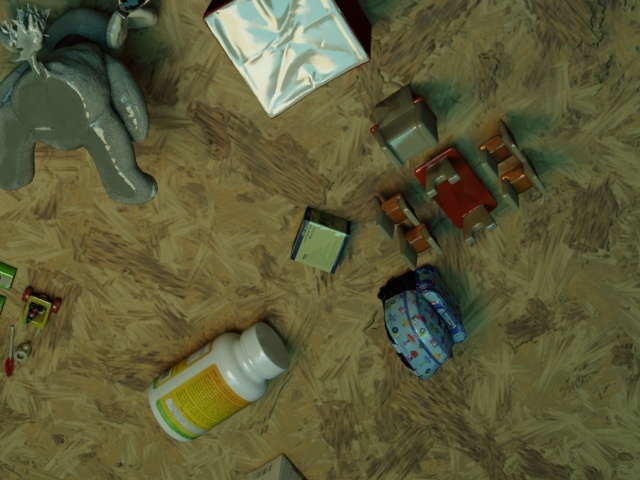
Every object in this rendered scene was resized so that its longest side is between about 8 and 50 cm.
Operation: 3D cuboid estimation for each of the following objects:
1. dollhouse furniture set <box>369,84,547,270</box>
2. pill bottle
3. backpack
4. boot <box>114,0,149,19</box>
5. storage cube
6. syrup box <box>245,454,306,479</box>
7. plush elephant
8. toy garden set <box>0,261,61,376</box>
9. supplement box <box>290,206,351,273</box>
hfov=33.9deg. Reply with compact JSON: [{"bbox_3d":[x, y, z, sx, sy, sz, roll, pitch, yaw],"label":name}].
[{"bbox_3d":[0.197,-0.121,1.741,0.262,0.135,0.259,-32,121,17],"label":"dollhouse furniture set"},{"bbox_3d":[-0.182,0.253,1.917,0.245,0.136,0.136,-34,109,18],"label":"pill bottle"},{"bbox_3d":[0.179,0.149,1.824,0.117,0.173,0.158,-29,110,16],"label":"backpack"},{"bbox_3d":[-0.196,-0.447,1.527,0.091,0.229,0.263,34,113,-12],"label":"boot"},{"bbox_3d":[-0.046,-0.332,1.595,0.183,0.193,0.215,-28,112,16],"label":"storage cube"},{"bbox_3d":[-0.044,0.548,2.073,0.093,0.096,0.237,-32,110,19],"label":"syrup box"},{"bbox_3d":[-0.379,-0.251,1.641,0.272,0.255,0.330,2,124,13],"label":"plush elephant"},{"bbox_3d":[-0.610,0.158,1.945,0.204,0.049,0.244,23,115,-7],"label":"toy garden set"},{"bbox_3d":[0.000,0.000,1.828,0.083,0.056,0.083,19,115,-6],"label":"supplement box"}]
